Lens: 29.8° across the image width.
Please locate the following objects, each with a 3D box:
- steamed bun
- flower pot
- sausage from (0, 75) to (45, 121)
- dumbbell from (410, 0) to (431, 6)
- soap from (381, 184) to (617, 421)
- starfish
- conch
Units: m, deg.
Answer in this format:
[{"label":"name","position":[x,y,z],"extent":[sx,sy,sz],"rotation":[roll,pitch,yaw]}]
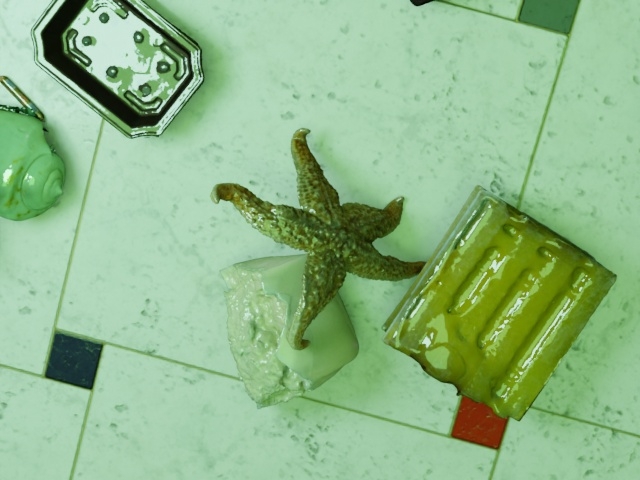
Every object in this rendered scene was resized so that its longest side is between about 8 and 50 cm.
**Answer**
[{"label":"steamed bun","position":[-0.064,0.130,1.842],"extent":[0.200,0.170,0.225],"rotation":[-24,96,12]},{"label":"flower pot","position":[-0.301,-0.282,1.828],"extent":[0.251,0.084,0.179],"rotation":[39,98,-5]},{"label":"sausage","position":[-0.466,-0.221,1.879],"extent":[0.015,0.015,0.100],"rotation":[-43,95,8]},{"label":"dumbbell","position":[0.146,-0.465,1.755],"extent":[0.140,0.124,0.225],"rotation":[-30,96,6]},{"label":"soap","position":[0.262,0.094,1.824],"extent":[0.259,0.143,0.281],"rotation":[32,100,-15]},{"label":"starfish","position":[0.005,-0.001,1.764],"extent":[0.375,0.094,0.327],"rotation":[30,62,-21]},{"label":"conch","position":[-0.500,-0.137,1.857],"extent":[0.250,0.137,0.143],"rotation":[42,127,14]}]
